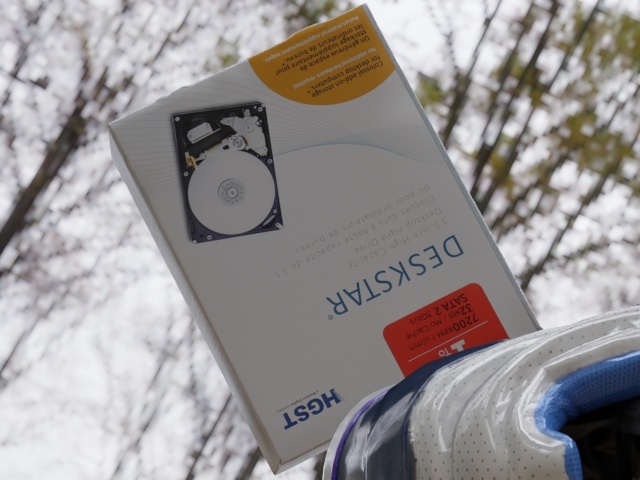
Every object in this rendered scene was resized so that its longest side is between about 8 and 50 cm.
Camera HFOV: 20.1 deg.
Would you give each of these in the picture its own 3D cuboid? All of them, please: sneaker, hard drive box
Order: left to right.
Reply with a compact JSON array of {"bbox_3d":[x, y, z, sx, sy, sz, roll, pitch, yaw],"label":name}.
[{"bbox_3d":[0.000,0.000,1.116,0.232,0.181,0.089,62,-9,8],"label":"hard drive box"},{"bbox_3d":[0.175,0.085,0.718,0.323,0.130,0.236,-4,-6,-19],"label":"sneaker"}]
